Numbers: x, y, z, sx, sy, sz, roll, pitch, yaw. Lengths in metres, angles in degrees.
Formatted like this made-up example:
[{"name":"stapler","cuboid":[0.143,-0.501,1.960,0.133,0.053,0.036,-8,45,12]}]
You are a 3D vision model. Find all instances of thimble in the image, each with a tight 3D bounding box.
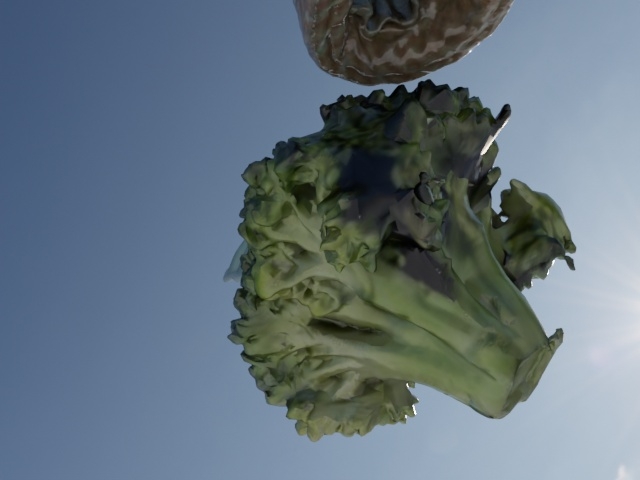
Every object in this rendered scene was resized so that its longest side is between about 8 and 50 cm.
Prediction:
[{"name":"thimble","cuboid":[0.066,-0.256,0.626,0.196,0.148,0.229,-13,-24,-4]}]

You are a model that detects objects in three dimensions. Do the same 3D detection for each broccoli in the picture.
[{"name":"broccoli","cuboid":[0.073,0.034,0.637,0.348,0.281,0.293,-55,-35,-1]}]

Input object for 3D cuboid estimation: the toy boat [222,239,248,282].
[{"name":"toy boat","cuboid":[0.000,0.000,0.989,0.290,0.199,0.100,-5,-87,17]}]
